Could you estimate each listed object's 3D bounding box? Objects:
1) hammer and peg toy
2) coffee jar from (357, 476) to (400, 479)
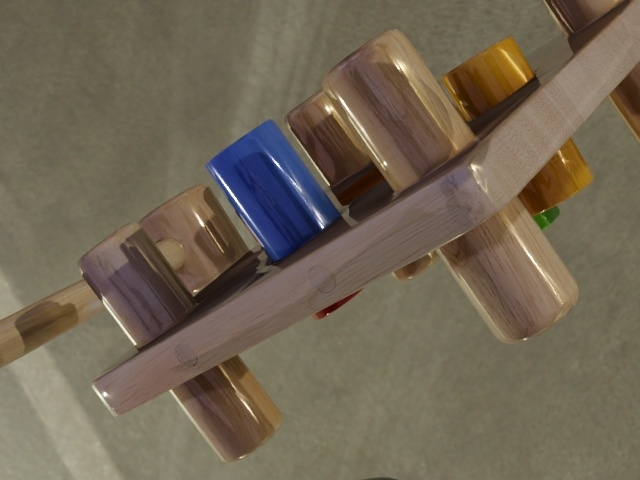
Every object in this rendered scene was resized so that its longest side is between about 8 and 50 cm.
[{"bbox_3d":[0.000,0.000,0.570,0.361,0.266,0.127,-31,97,42],"label":"hammer and peg toy"},{"bbox_3d":[-0.034,0.126,0.322,0.079,0.184,0.096,30,107,41],"label":"coffee jar"}]
